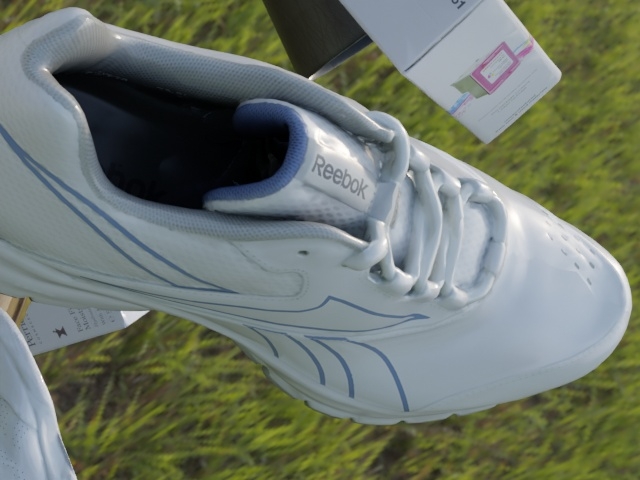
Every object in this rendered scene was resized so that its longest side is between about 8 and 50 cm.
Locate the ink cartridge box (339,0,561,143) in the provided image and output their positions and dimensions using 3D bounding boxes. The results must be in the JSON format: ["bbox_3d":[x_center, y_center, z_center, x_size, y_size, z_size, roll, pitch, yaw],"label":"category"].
[{"bbox_3d":[0.048,-0.103,0.586,0.088,0.052,0.122,52,11,23],"label":"ink cartridge box"}]

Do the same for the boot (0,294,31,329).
[{"bbox_3d":[-0.313,0.056,1.052,0.269,0.089,0.236,22,74,-82],"label":"boot"}]

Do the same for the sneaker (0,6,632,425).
[{"bbox_3d":[0.000,0.000,0.479,0.297,0.129,0.111,14,74,-26],"label":"sneaker"}]

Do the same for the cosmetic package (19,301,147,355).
[{"bbox_3d":[-0.322,0.045,1.800,0.151,0.184,0.151,-39,108,-59],"label":"cosmetic package"}]

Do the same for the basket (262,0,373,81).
[{"bbox_3d":[-0.001,-0.304,1.329,0.204,0.154,0.227,-36,92,-10],"label":"basket"}]

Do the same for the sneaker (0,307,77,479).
[{"bbox_3d":[-0.237,0.145,0.956,0.094,0.080,0.212,-18,70,-18],"label":"sneaker"}]
